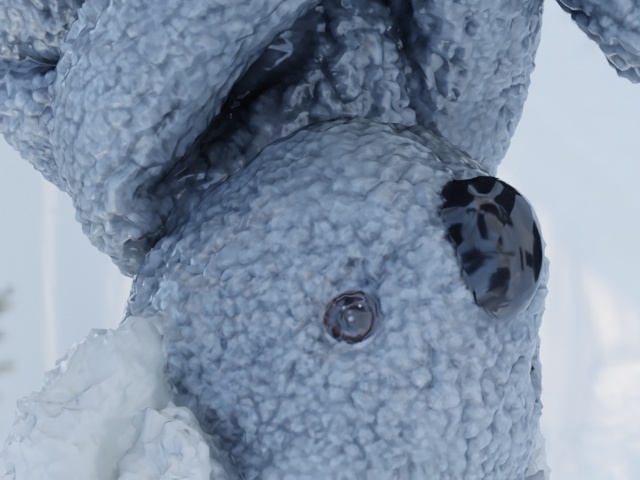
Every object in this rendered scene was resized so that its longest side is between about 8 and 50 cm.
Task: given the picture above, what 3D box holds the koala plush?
[{"bbox_3d":[0.000,0.000,0.522,0.203,0.196,0.221,-29,59,43],"label":"koala plush"}]
